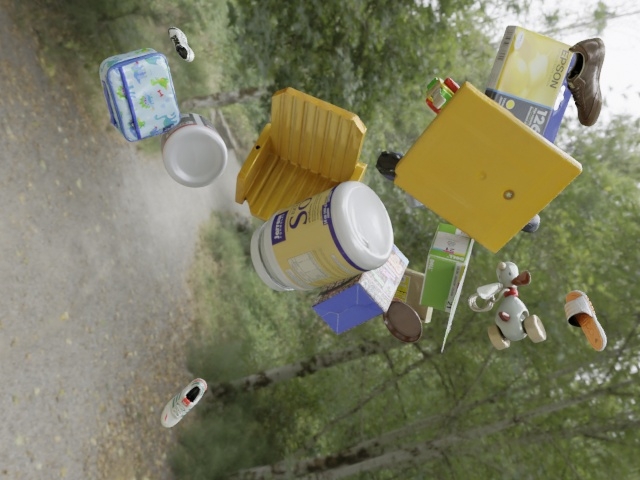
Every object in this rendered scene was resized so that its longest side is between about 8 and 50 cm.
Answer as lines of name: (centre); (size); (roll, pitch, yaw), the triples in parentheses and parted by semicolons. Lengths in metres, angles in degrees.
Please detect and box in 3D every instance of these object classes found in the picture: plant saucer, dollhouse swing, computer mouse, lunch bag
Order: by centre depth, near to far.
lunch bag: (-0.473, -0.378, 1.574); (0.090, 0.176, 0.218); (36, -39, 43)
dollhouse swing: (-0.061, -0.219, 1.807); (0.305, 0.347, 0.315); (91, 25, -72)
computer mouse: (0.585, -0.069, 1.816); (0.071, 0.242, 0.041); (-65, -146, 20)
plant saucer: (0.293, 0.282, 2.121); (0.169, 0.029, 0.168); (25, -50, 34)

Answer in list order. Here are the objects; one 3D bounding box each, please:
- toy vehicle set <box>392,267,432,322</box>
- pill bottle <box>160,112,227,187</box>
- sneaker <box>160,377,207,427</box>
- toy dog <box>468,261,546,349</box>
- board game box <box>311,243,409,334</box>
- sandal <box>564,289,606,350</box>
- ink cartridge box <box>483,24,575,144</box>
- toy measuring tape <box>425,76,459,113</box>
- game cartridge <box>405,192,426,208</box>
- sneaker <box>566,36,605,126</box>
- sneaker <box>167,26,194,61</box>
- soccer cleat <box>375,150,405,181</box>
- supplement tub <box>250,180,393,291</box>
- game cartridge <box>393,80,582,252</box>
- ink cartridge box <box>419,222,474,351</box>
toy vehicle set: (0.300, 0.184, 2.236); (0.267, 0.035, 0.165); (19, -75, 38)
pill bottle: (-0.449, -0.329, 2.095); (0.363, 0.210, 0.210); (-127, -161, -63)
sneaker: (-0.377, 0.443, 1.636); (0.057, 0.161, 0.075); (44, -9, 1)
toy dog: (0.586, 0.189, 1.908); (0.161, 0.220, 0.333); (47, 13, -35)
board game box: (0.139, 0.148, 2.058); (0.141, 0.232, 0.291); (48, 39, -12)
sandal: (0.970, 0.291, 2.236); (0.265, 0.076, 0.101); (-102, -159, -45)
ink cartridge box: (0.660, -0.465, 1.849); (0.072, 0.308, 0.303); (-125, -131, -68)
toy measuring tape: (0.399, -0.445, 1.914); (0.330, 0.122, 0.121); (-76, 152, -65)
game cartridge: (0.444, -0.226, 2.220); (0.062, 0.298, 0.198); (158, -76, -68)
sneaker: (0.548, -0.329, 1.268); (0.066, 0.071, 0.188); (-112, -168, -61)
sneaker: (-0.306, -0.429, 1.309); (0.083, 0.032, 0.037); (56, 15, -7)
soccer cleat: (0.281, -0.173, 1.672); (0.289, 0.093, 0.121); (34, 13, 39)
supplement tub: (0.000, 0.000, 1.617); (0.241, 0.331, 0.240); (30, 50, -44)
game cartridge: (0.366, -0.157, 1.368); (0.324, 0.285, 0.052); (35, 33, -7)
ink cartridge box: (0.297, 0.111, 1.478); (0.188, 0.097, 0.255); (91, 21, -44)
